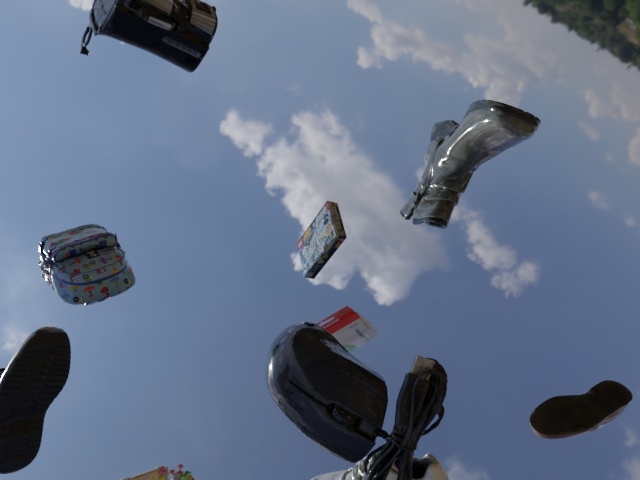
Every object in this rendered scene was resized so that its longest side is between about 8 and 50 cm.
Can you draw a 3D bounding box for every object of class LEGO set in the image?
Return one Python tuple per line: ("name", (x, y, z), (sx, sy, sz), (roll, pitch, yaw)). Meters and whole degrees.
("LEGO set", (-0.278, 0.425, 0.850), (0.287, 0.132, 0.107), (8, -107, -67))

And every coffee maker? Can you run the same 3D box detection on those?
("coffee maker", (-0.298, -0.378, 0.886), (0.178, 0.171, 0.120), (13, -117, -47))

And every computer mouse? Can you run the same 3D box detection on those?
("computer mouse", (0.013, 0.189, 0.635), (0.272, 0.189, 0.072), (23, -173, 42))

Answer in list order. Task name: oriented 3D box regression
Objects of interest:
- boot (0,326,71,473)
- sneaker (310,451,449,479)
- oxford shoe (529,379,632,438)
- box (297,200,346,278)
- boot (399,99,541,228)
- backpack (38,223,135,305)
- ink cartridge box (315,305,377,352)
("boot", (-0.406, 0.180, 0.663), (0.137, 0.198, 0.076), (30, -172, 41))
("sneaker", (0.110, 0.468, 0.990), (0.111, 0.296, 0.130), (-73, -32, -63))
("oxford shoe", (0.460, 0.319, 0.895), (0.212, 0.076, 0.076), (-9, -146, -19))
("box", (0.000, 0.000, 1.011), (0.027, 0.137, 0.094), (12, -135, -28))
("boot", (0.194, -0.089, 0.690), (0.083, 0.161, 0.246), (22, 178, -10))
("backpack", (-0.463, 0.052, 1.008), (0.158, 0.117, 0.173), (-19, -149, -36))
("ink cartridge box", (0.050, 0.276, 1.446), (0.056, 0.180, 0.224), (63, -170, 28))
